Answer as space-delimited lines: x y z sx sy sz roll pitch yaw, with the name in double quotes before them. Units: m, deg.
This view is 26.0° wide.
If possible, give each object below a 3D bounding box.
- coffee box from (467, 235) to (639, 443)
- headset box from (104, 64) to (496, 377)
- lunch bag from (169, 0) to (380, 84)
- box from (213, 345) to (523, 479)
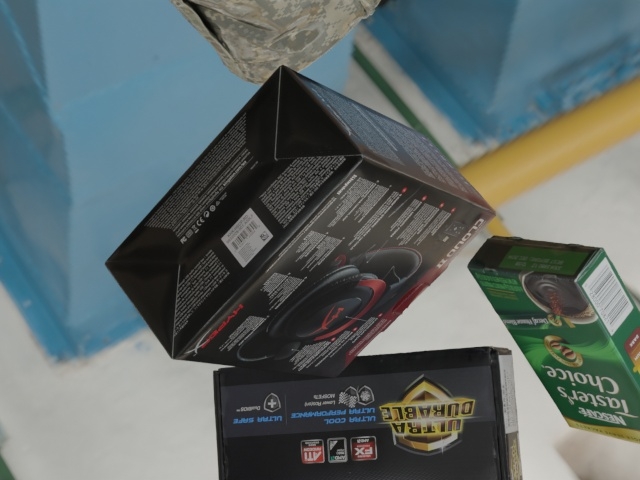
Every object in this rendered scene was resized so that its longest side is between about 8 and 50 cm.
"coffee box" 0.198 0.078 1.036 0.040 0.113 0.184 -49 122 -24
"headset box" 0.000 0.000 1.150 0.218 0.110 0.293 -47 153 15
"lunch bag" -0.066 -0.339 1.615 0.256 0.212 0.305 -54 156 -5
"box" 0.048 0.257 1.324 0.295 0.293 0.073 -6 172 21
